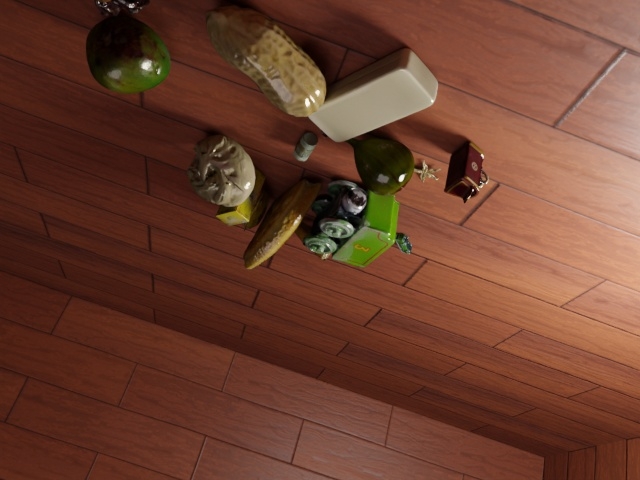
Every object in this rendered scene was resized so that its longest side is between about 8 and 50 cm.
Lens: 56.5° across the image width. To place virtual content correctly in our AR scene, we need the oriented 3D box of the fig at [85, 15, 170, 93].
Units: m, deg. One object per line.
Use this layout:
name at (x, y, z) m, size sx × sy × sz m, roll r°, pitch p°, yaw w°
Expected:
fig at (-0.457, -0.442, 1.432) m, size 0.191 × 0.181 × 0.181 m, roll 13°, pitch 160°, yaw -42°

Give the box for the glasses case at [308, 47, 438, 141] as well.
glasses case at (0.115, -0.333, 1.401) m, size 0.313 × 0.070 × 0.131 m, roll -15°, pitch 138°, yaw 44°

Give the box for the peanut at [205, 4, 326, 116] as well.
peanut at (-0.119, -0.408, 1.338) m, size 0.325 × 0.140 × 0.153 m, roll 37°, pitch -172°, yaw -19°

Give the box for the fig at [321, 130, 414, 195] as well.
fig at (0.130, -0.234, 1.555) m, size 0.259 × 0.151 × 0.151 m, roll 47°, pitch 149°, yaw 4°

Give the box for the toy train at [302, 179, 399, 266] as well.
toy train at (0.097, -0.046, 1.814) m, size 0.249 × 0.173 × 0.307 m, roll 18°, pitch 152°, yaw -14°

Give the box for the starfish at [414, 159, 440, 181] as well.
starfish at (0.282, -0.185, 1.624) m, size 0.092 × 0.016 × 0.086 m, roll 17°, pitch 150°, yaw -11°

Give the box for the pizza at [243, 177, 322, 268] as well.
pizza at (-0.120, -0.045, 1.823) m, size 0.087 × 0.268 × 0.258 m, roll 36°, pitch 151°, yaw -14°

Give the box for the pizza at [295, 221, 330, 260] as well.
pizza at (0.000, 0.000, 2.005) m, size 0.161 × 0.182 × 0.062 m, roll 18°, pitch 114°, yaw -39°

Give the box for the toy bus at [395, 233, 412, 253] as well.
toy bus at (0.274, 0.011, 1.951) m, size 0.037 × 0.031 × 0.083 m, roll 8°, pitch 150°, yaw 31°

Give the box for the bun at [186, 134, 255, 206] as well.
bun at (-0.301, -0.199, 1.721) m, size 0.237 × 0.210 × 0.116 m, roll 3°, pitch -170°, yaw 33°

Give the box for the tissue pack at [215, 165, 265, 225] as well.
tissue pack at (-0.244, -0.137, 1.826) m, size 0.095 × 0.176 × 0.062 m, roll -9°, pitch 141°, yaw 39°

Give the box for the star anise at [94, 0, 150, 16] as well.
star anise at (-0.462, -0.565, 1.268) m, size 0.190 × 0.126 × 0.220 m, roll 28°, pitch 153°, yaw -11°

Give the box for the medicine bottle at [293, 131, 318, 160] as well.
medicine bottle at (-0.042, -0.258, 1.640) m, size 0.047 × 0.047 × 0.083 m, roll 24°, pitch 150°, yaw -11°

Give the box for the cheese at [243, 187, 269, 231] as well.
cheese at (-0.213, -0.091, 1.929) m, size 0.064 × 0.156 × 0.250 m, roll 28°, pitch 165°, yaw -1°

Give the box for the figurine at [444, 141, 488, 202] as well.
figurine at (0.372, -0.155, 1.484) m, size 0.098 × 0.154 × 0.082 m, roll 24°, pitch 150°, yaw -18°
